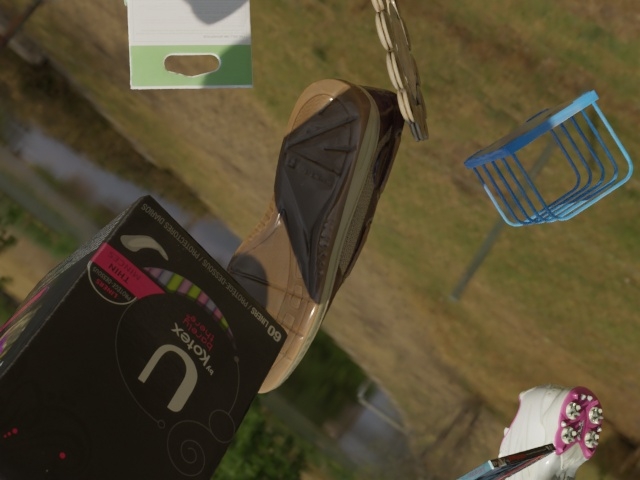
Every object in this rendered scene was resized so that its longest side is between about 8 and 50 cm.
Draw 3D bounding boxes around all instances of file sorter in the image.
[{"bbox_3d":[0.255,-0.084,1.336,0.104,0.118,0.170,58,173,-3],"label":"file sorter"}]

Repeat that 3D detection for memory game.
[{"bbox_3d":[0.076,-0.183,1.160,0.186,0.012,0.186,-14,-90,-78],"label":"memory game"}]

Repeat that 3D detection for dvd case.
[{"bbox_3d":[0.207,0.265,1.376,0.119,0.087,0.013,-6,-116,-43],"label":"dvd case"}]

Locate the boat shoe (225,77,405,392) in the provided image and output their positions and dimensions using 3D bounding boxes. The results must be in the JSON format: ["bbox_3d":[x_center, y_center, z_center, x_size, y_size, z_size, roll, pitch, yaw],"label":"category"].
[{"bbox_3d":[0.000,0.000,1.215,0.123,0.342,0.123,30,-159,33],"label":"boat shoe"}]

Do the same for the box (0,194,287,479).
[{"bbox_3d":[-0.164,0.124,0.852,0.165,0.270,0.143,45,130,-14],"label":"box"}]

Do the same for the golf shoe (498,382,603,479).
[{"bbox_3d":[0.330,0.364,1.832,0.115,0.306,0.140,28,169,-35],"label":"golf shoe"}]

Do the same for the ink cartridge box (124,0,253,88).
[{"bbox_3d":[-0.178,-0.321,1.601,0.171,0.235,0.056,-2,-176,-11],"label":"ink cartridge box"}]
